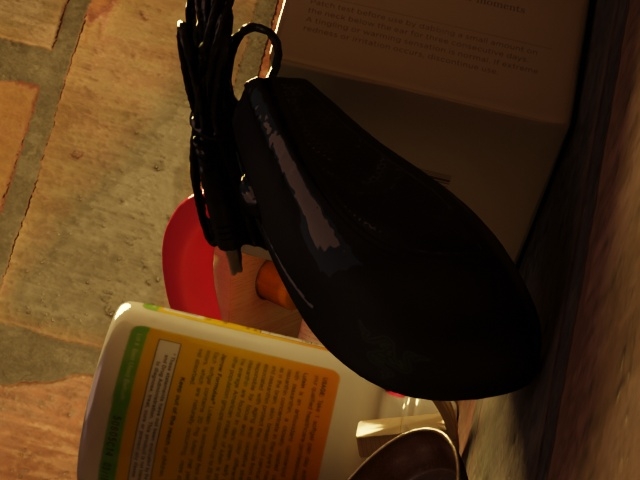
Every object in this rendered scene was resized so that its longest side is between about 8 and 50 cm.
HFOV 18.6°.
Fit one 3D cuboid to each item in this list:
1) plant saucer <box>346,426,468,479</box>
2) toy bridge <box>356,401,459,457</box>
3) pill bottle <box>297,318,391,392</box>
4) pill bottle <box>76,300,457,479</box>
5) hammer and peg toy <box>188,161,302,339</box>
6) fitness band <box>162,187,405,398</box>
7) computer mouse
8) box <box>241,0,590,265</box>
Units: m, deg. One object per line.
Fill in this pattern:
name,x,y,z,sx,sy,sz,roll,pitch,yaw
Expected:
plant saucer,0.034,0.185,1.099,0.168,0.029,0.168,-49,19,24
toy bridge,0.055,0.122,1.232,0.026,0.063,0.188,-74,-24,-67
pill bottle,0.036,0.111,1.613,0.121,0.121,0.221,-72,-5,-85
pill bottle,-0.035,0.134,1.358,0.136,0.245,0.136,13,-90,-89
hammer and peg toy,0.033,0.006,1.778,0.361,0.127,0.266,-20,-58,-47
fitness band,-0.012,0.050,1.479,0.054,0.291,0.209,-27,-71,-38
computer mouse,0.000,0.000,0.997,0.072,0.272,0.188,-31,-42,-24
box,0.074,-0.167,1.200,0.215,0.168,0.345,102,-179,-58
